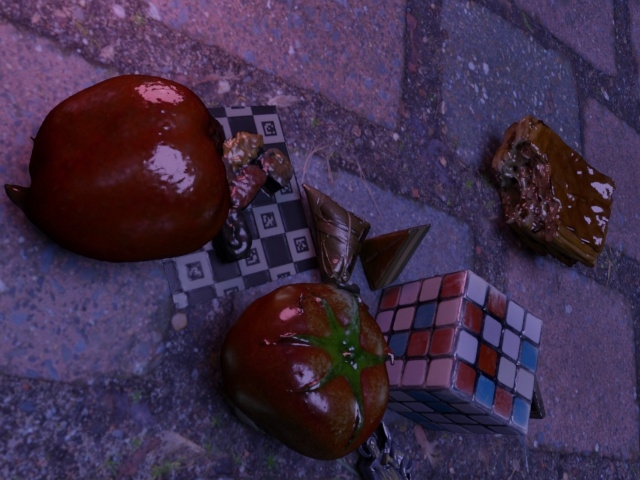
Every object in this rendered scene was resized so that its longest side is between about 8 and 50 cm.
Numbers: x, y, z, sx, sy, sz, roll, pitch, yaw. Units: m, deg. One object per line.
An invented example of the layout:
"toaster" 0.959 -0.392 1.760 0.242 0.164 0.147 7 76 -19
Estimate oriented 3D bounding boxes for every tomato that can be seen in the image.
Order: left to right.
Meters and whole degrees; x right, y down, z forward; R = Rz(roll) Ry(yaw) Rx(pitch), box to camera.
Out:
"tomato" -0.031 0.219 1.090 0.304 0.239 0.303 25 53 -37

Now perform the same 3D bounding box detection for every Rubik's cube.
"Rubik's cube" 0.272 0.240 1.314 0.256 0.259 0.253 33 61 -28

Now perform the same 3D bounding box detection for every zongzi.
"zongzi" 0.000 0.000 1.274 0.178 0.081 0.189 36 59 -22

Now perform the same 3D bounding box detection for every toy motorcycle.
"toy motorcycle" 0.138 0.456 1.280 0.124 0.061 0.193 -20 91 -43

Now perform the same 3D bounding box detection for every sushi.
"sushi" -0.152 -0.088 1.183 0.343 0.064 0.359 -14 88 -40

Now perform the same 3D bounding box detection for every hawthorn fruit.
"hawthorn fruit" -0.276 -0.099 0.953 0.311 0.295 0.295 -47 108 -32

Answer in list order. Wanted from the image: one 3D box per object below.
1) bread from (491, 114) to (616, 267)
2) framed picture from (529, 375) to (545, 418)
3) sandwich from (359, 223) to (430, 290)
"bread" 0.608 -0.120 1.730 0.370 0.191 0.314 33 65 -14
"framed picture" 0.409 0.282 1.461 0.023 0.189 0.259 -14 88 -36
"sandwich" 0.170 0.037 1.346 0.079 0.163 0.113 -17 91 -40
